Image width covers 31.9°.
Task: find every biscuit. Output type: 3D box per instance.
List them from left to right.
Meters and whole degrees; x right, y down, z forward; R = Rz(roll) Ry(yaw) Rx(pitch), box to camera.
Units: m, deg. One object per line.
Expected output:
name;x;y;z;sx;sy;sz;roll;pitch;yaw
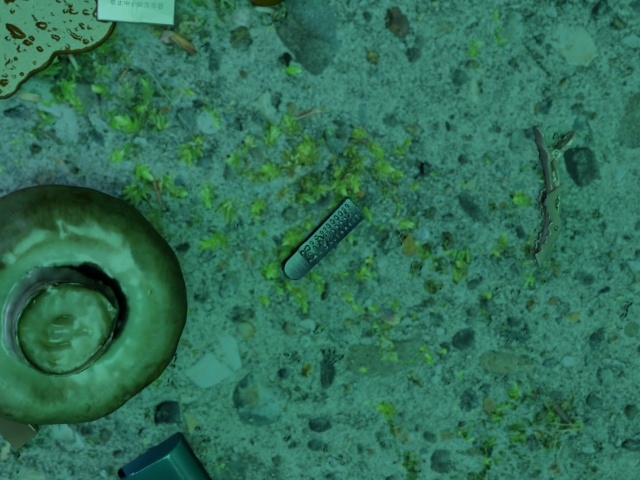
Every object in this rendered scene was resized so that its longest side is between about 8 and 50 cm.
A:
biscuit;-0.384;-0.345;1.558;0.334;0.047;0.202;-33;106;-6

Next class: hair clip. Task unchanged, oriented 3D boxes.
hair clip;0.366;-0.069;1.759;0.072;0.034;0.226;-3;102;-11

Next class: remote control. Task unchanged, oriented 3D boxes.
remote control;0.000;0.000;1.711;0.152;0.027;0.043;-44;99;-2

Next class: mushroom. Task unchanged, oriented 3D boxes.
mushroom;-0.357;0.090;1.537;0.352;0.260;0.352;-2;97;-20

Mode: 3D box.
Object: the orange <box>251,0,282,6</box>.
orange;-0.075;-0.378;1.604;0.086;0.062;0.086;-3;104;-12

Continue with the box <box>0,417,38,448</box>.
box;-0.475;0.257;1.674;0.048;0.025;0.115;-40;105;4

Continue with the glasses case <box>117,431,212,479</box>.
glasses case;-0.187;0.455;1.745;0.117;0.070;0.301;-32;106;-2

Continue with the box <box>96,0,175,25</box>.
box;-0.250;-0.399;1.543;0.109;0.029;0.198;2;101;-15
